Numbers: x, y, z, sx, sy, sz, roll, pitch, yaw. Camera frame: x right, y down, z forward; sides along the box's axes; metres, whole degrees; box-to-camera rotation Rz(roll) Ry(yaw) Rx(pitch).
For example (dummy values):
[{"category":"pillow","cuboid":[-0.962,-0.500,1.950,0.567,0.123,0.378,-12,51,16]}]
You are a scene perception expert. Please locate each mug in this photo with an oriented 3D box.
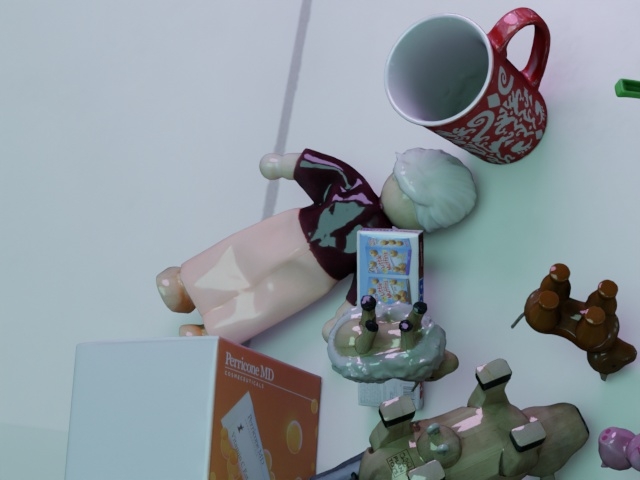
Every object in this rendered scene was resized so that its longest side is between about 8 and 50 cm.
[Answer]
[{"category":"mug","cuboid":[0.165,-0.144,1.886,0.150,0.169,0.113,-14,69,24]}]

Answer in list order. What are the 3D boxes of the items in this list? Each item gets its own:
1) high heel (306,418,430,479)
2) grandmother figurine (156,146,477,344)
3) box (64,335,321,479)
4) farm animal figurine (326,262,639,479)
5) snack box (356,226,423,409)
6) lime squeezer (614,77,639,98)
[{"category":"high heel","cuboid":[0.083,0.301,1.842,0.186,0.093,0.261,-30,54,26]},{"category":"grandmother figurine","cuboid":[0.000,0.000,1.985,0.342,0.104,0.208,-26,92,17]},{"category":"box","cuboid":[-0.128,0.284,1.898,0.168,0.215,0.345,-4,74,28]},{"category":"farm animal figurine","cuboid":[0.180,0.204,1.761,0.326,0.172,0.330,-4,60,-5]},{"category":"snack box","cuboid":[0.069,0.077,1.914,0.064,0.022,0.178,3,102,19]},{"category":"lime squeezer","cuboid":[0.405,-0.143,1.785,0.310,0.110,0.059,-5,60,-10]}]
